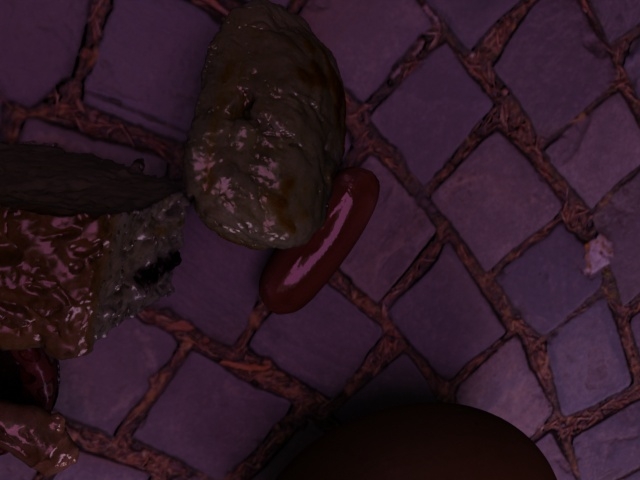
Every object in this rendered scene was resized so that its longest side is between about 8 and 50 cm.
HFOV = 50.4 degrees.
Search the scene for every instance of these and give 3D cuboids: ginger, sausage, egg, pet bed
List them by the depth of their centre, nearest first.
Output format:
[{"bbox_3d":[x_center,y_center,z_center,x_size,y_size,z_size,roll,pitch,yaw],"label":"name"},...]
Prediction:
[{"bbox_3d":[-0.374,0.174,0.640,0.288,0.075,0.089,13,121,-17],"label":"ginger"},{"bbox_3d":[-0.361,0.133,0.684,0.201,0.053,0.201,-3,116,-6],"label":"pet bed"},{"bbox_3d":[0.097,0.341,0.752,0.374,0.301,0.301,-19,107,-15],"label":"egg"},{"bbox_3d":[0.000,0.000,0.763,0.077,0.077,0.194,34,90,-20],"label":"sausage"}]

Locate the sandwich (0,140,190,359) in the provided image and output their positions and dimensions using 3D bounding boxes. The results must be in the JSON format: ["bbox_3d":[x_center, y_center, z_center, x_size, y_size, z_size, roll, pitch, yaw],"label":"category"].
[{"bbox_3d":[-0.279,-0.002,0.583,0.325,0.262,0.131,1,108,-16],"label":"sandwich"}]

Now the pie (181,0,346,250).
[{"bbox_3d":[-0.035,-0.107,0.666,0.201,0.090,0.248,33,60,-50],"label":"pie"}]
